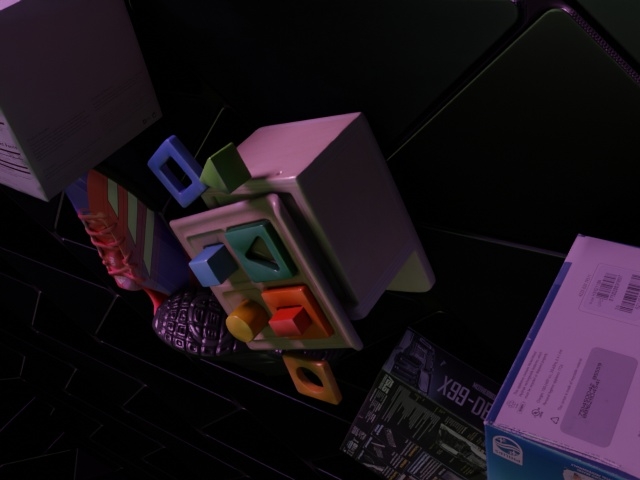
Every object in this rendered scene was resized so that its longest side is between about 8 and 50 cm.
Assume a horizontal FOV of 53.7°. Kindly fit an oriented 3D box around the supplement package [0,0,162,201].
[{"bbox_3d":[-0.323,-0.194,0.722,0.149,0.194,0.203,18,139,27],"label":"supplement package"}]

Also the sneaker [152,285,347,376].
[{"bbox_3d":[-0.102,0.148,0.918,0.286,0.109,0.130,11,148,6],"label":"sneaker"}]

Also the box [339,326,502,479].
[{"bbox_3d":[0.170,0.283,0.887,0.242,0.076,0.307,31,144,13],"label":"box"}]

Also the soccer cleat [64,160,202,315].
[{"bbox_3d":[-0.269,0.001,0.887,0.109,0.116,0.318,15,154,35],"label":"soccer cleat"}]

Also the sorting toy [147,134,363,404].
[{"bbox_3d":[-0.068,0.051,0.653,0.196,0.047,0.347,-8,118,47],"label":"sorting toy"}]

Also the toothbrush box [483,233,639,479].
[{"bbox_3d":[0.244,0.180,0.546,0.126,0.216,0.295,15,138,33],"label":"toothbrush box"}]

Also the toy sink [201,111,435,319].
[{"bbox_3d":[0.000,0.000,0.689,0.153,0.131,0.234,2,130,42],"label":"toy sink"}]
